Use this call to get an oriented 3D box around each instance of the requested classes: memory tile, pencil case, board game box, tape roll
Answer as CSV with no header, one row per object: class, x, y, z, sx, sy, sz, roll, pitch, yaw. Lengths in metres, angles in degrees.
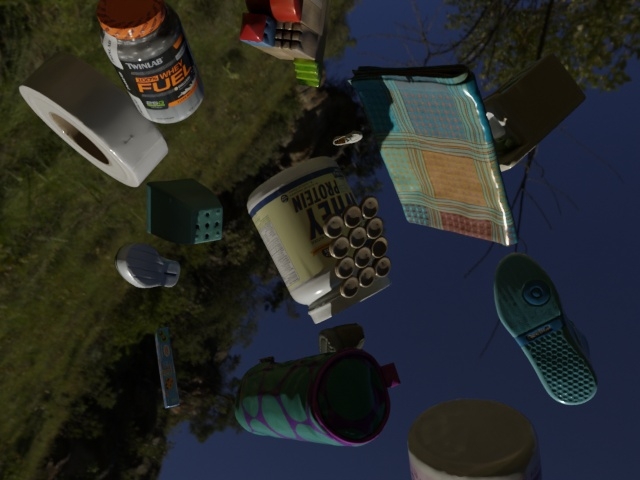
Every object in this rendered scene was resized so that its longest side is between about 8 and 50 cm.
memory tile,0.061,0.009,0.871,0.113,0.148,0.012,-30,-151,-29
pencil case,-0.011,0.117,0.414,0.151,0.070,0.065,-27,-102,58
board game box,-0.439,0.365,1.561,0.039,0.160,0.212,-7,-105,-20
tape roll,-0.449,-0.235,1.103,0.286,0.286,0.100,22,-113,38

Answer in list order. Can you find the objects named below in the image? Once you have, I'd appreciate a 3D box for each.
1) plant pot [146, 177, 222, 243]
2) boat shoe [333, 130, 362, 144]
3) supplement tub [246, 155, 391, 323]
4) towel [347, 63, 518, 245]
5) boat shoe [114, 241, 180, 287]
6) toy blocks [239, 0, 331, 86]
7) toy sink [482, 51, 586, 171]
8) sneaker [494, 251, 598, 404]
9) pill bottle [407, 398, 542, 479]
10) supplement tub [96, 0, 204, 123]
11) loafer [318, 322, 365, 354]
plant pot,-0.408,-0.078,1.689,0.165,0.166,0.234,-11,-154,-40
boat shoe,0.089,-0.334,1.807,0.100,0.035,0.035,-8,-154,11
supplement tub,0.000,0.000,1.254,0.235,0.235,0.325,-29,-95,7
towel,0.213,-0.153,1.026,0.040,0.370,0.271,-44,-143,-23
boat shoe,-0.527,0.080,1.601,0.119,0.335,0.121,8,-103,9
toy blocks,-0.061,-0.498,1.006,0.190,0.261,0.382,13,-79,18
toy sink,0.398,-0.259,1.150,0.234,0.131,0.153,-41,-175,-11
sneaker,0.469,0.167,1.163,0.127,0.208,0.319,-24,-94,23
pill bottle,0.218,0.388,0.746,0.169,0.302,0.169,-10,-167,2
supplement tub,-0.252,-0.276,0.821,0.116,0.190,0.117,-2,-115,4
loafer,0.050,0.243,1.069,0.087,0.251,0.094,-23,-123,-17
